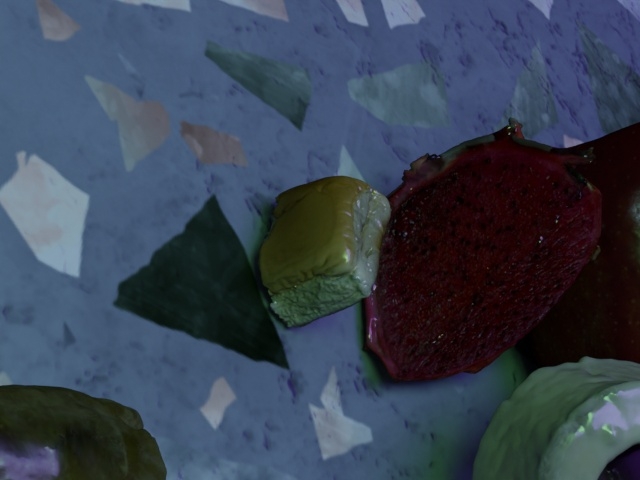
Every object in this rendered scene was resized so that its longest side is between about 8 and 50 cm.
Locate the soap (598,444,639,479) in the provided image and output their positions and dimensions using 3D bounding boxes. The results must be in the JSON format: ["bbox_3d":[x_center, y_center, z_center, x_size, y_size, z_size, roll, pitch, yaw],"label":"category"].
[{"bbox_3d":[0.351,0.330,1.404,0.181,0.081,0.259,-11,78,-46],"label":"soap"}]

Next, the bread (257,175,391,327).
[{"bbox_3d":[0.000,0.002,1.223,0.082,0.106,0.125,38,46,-25],"label":"bread"}]

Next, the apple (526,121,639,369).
[{"bbox_3d":[0.328,0.029,1.395,0.288,0.288,0.316,7,77,-42],"label":"apple"}]

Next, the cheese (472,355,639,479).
[{"bbox_3d":[0.281,0.263,1.208,0.292,0.153,0.332,-9,101,-14],"label":"cheese"}]

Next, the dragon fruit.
[{"bbox_3d":[0.146,0.000,1.305,0.126,0.274,0.161,24,22,-54],"label":"dragon fruit"}]

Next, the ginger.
[{"bbox_3d":[-0.219,0.147,0.936,0.263,0.109,0.116,18,75,-36],"label":"ginger"}]
